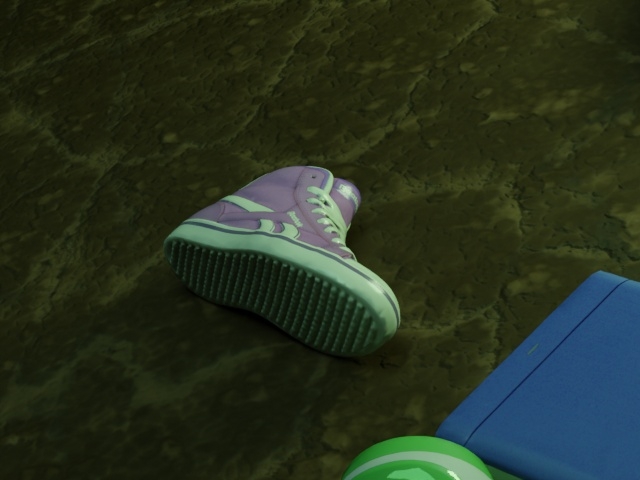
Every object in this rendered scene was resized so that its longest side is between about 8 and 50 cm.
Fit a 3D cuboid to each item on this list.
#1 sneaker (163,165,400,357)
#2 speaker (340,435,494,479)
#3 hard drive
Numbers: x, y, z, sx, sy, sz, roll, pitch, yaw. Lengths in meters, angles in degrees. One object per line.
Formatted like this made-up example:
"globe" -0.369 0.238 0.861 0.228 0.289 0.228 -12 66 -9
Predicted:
"sneaker" 0.000 -0.001 1.470 0.161 0.102 0.282 -36 36 -27
"speaker" 0.060 0.259 1.040 0.131 0.131 0.296 -13 34 12
"hard drive" 0.266 0.130 1.188 0.318 0.040 0.210 18 49 44
